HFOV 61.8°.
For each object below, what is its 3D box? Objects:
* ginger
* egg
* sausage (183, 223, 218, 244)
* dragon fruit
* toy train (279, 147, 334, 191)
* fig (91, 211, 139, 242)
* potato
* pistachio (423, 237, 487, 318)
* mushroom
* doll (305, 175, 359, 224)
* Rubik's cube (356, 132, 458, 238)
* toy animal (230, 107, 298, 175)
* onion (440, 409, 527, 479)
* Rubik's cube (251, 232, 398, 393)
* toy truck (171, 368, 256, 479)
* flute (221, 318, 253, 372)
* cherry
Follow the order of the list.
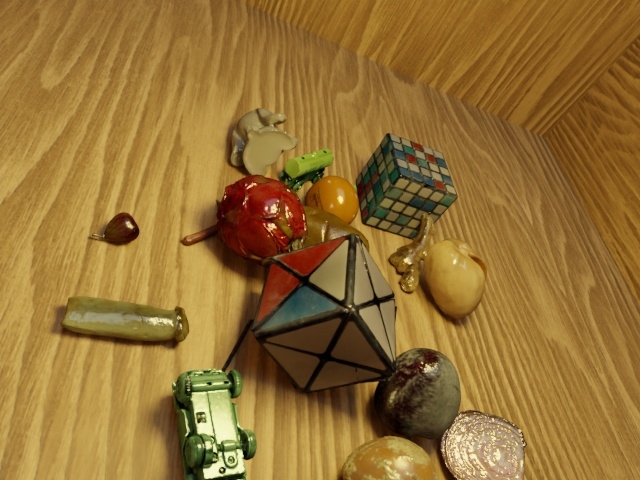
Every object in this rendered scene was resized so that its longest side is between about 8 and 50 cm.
[{"bbox_3d":[0.364,0.045,2.074,0.148,0.081,0.333,19,64,30],"label":"ginger"},{"bbox_3d":[0.175,0.598,1.353,0.245,0.203,0.203,6,43,3],"label":"egg"},{"bbox_3d":[-0.379,-0.019,1.716,0.035,0.030,0.147,47,42,15],"label":"sausage"},{"bbox_3d":[-0.186,-0.062,1.693,0.342,0.277,0.277,26,35,24],"label":"dragon fruit"},{"bbox_3d":[-0.051,-0.290,2.111,0.105,0.157,0.253,47,41,15],"label":"toy train"},{"bbox_3d":[-0.593,-0.024,1.551,0.125,0.089,0.089,-28,67,-19],"label":"fig"},{"bbox_3d":[0.000,0.000,1.859,0.369,0.195,0.176,31,15,9],"label":"potato"},{"bbox_3d":[0.496,0.135,1.976,0.230,0.309,0.230,-10,30,6],"label":"pistachio"},{"bbox_3d":[-0.495,0.206,1.381,0.312,0.081,0.100,10,42,-21],"label":"mushroom"},{"bbox_3d":[0.068,-0.134,2.016,0.236,0.213,0.213,8,46,-43],"label":"doll"},{"bbox_3d":[0.345,-0.218,2.209,0.293,0.292,0.287,14,44,-20],"label":"Rubik's cube"},{"bbox_3d":[-0.236,-0.405,2.057,0.206,0.272,0.265,39,18,-36],"label":"toy animal"},{"bbox_3d":[0.474,0.647,1.596,0.247,0.111,0.250,13,50,9],"label":"onion"},{"bbox_3d":[0.023,0.207,1.492,0.310,0.305,0.307,56,27,-33],"label":"Rubik's cube"},{"bbox_3d":[-0.259,0.436,1.250,0.155,0.156,0.279,4,48,-32],"label":"toy truck"},{"bbox_3d":[-0.243,0.312,1.495,0.014,0.014,0.269,31,40,-4],"label":"flute"},{"bbox_3d":[0.285,0.450,1.548,0.255,0.296,0.218,9,18,-21],"label":"cherry"}]
